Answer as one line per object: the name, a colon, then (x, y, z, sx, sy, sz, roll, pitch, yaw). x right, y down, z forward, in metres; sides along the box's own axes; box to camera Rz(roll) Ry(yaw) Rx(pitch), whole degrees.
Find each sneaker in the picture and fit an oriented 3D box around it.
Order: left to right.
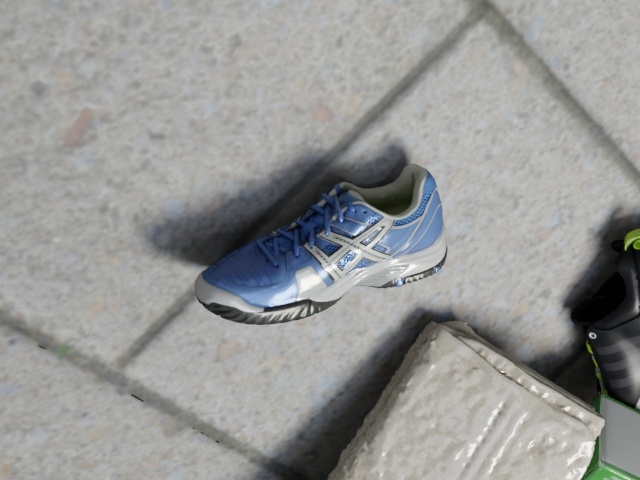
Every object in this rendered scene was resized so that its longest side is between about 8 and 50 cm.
sneaker: (0.000, 0.000, 1.027, 0.211, 0.080, 0.081, -19, 127, -27)
sneaker: (0.271, 0.082, 1.254, 0.097, 0.084, 0.235, 12, 125, -1)

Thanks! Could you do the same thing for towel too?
towel: (0.101, 0.222, 1.192, 0.187, 0.049, 0.282, 33, 95, -9)

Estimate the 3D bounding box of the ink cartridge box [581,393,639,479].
ink cartridge box: (0.261, 0.256, 1.290, 0.153, 0.087, 0.208, 27, 132, -14)
